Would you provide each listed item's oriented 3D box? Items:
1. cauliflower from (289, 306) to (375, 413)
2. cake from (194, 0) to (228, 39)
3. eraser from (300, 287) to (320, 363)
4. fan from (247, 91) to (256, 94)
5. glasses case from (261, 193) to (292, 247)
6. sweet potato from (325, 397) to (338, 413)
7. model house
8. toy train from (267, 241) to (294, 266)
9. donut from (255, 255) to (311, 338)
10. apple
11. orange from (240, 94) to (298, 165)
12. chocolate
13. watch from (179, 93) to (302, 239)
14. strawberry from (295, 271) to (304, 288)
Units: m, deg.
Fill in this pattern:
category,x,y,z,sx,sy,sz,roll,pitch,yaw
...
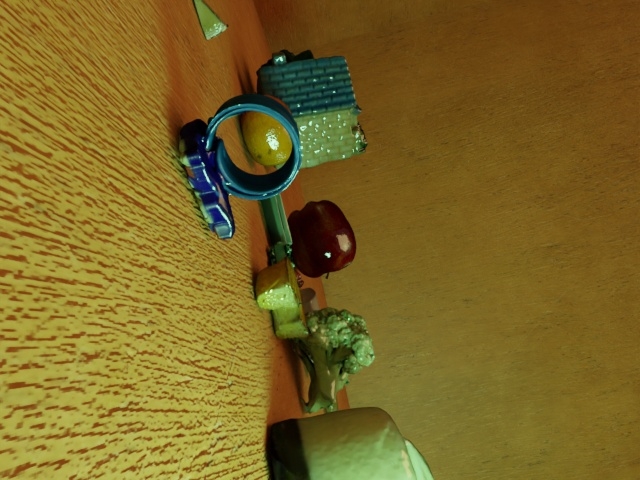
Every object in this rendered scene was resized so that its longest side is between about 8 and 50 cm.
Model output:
category,x,y,z,sx,sy,sz,roll,pitch,yaw
cauliflower,0.048,0.329,1.346,0.327,0.260,0.281,19,47,-45
cake,-0.298,-0.578,1.170,0.121,0.065,0.052,48,18,-30
eraser,-0.027,0.313,1.583,0.174,0.095,0.270,-121,-162,-79
fan,-0.235,-0.461,1.679,0.082,0.039,0.155,-99,175,-69
glasses case,-0.139,-0.070,1.425,0.078,0.039,0.184,-8,-83,61
sweet potato,0.029,0.589,1.760,0.059,0.067,0.281,-9,90,-50
model house,-0.058,-0.563,1.802,0.445,0.395,0.400,-115,-166,-51
toy train,-0.110,0.090,1.340,0.104,0.071,0.178,90,-10,-51
donut,-0.092,0.132,1.150,0.259,0.101,0.152,72,5,-50
apple,0.000,0.000,1.863,0.288,0.288,0.317,57,12,-81
orange,-0.154,-0.342,1.427,0.224,0.170,0.224,-12,90,-89
chocolate,0.075,0.487,0.923,0.326,0.297,0.314,66,6,-69
watch,-0.129,-0.146,0.799,0.171,0.200,0.196,-105,176,-53
strawberry,-0.095,0.123,1.481,0.073,0.073,0.083,72,-8,-58
